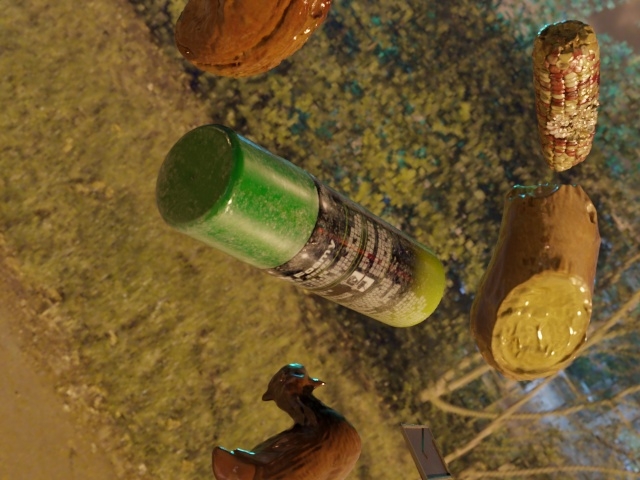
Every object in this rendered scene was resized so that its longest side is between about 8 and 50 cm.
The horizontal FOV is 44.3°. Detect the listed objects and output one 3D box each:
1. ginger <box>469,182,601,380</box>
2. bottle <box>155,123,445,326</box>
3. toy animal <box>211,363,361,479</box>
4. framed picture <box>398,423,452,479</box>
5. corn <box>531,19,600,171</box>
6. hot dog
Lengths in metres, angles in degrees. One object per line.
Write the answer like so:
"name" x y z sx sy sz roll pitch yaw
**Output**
"ginger" 0.272 0.040 1.014 0.130 0.275 0.221 14 38 -10
"bottle" 0.000 0.000 0.698 0.330 0.093 0.093 28 28 -51
"toy animal" -0.051 0.220 0.771 0.089 0.188 0.179 81 -13 -62
"framed picture" 0.192 0.385 1.428 0.149 0.011 0.109 28 36 -61
"corn" 0.376 -0.210 1.206 0.290 0.098 0.098 67 -2 -51
"hot dog" -0.059 -0.288 0.856 0.122 0.272 0.196 22 47 -22
